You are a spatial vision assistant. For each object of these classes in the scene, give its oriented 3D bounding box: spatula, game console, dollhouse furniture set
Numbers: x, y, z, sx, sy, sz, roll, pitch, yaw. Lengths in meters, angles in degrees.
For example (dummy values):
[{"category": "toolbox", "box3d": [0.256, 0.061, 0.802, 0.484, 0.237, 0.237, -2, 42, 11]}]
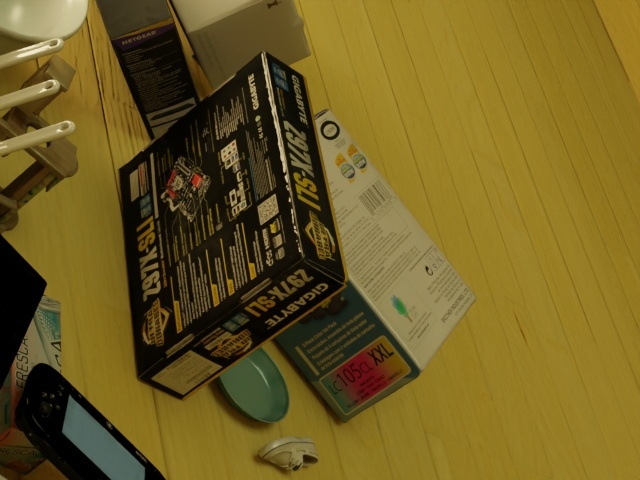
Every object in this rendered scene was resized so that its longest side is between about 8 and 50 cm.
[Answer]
[{"category": "spatula", "box3d": [-0.359, -0.115, 1.522, 0.019, 0.242, 0.168, 73, 1, -50]}, {"category": "game console", "box3d": [-0.255, 0.137, 1.430, 0.361, 0.044, 0.213, 49, 25, -23]}, {"category": "dollhouse furniture set", "box3d": [-0.305, -0.066, 1.572, 0.101, 0.182, 0.161, 41, 30, -22]}]

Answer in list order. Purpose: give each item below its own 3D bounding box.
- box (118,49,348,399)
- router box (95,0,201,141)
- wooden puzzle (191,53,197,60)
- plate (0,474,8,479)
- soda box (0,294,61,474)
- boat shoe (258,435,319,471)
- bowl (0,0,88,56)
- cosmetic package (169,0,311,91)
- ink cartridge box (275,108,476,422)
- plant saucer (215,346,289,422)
[{"category": "box", "box3d": [-0.108, -0.022, 1.744, 0.079, 0.257, 0.322, 29, 36, -38]}, {"category": "router box", "box3d": [-0.242, -0.314, 1.935, 0.243, 0.081, 0.308, 76, -7, -64]}, {"category": "wooden puzzle", "box3d": [-0.151, -0.278, 2.230, 0.078, 0.014, 0.116, 40, 31, -23]}, {"category": "plate", "box3d": [-0.237, 0.376, 1.317, 0.277, 0.045, 0.278, 46, 28, -15]}, {"category": "soda box", "box3d": [-0.291, 0.131, 1.501, 0.063, 0.058, 0.183, 30, 36, -36]}, {"category": "boat shoe", "box3d": [-0.034, 0.249, 1.785, 0.100, 0.035, 0.035, 13, 44, -60]}, {"category": "bowl", "box3d": [-0.414, -0.305, 1.734, 0.298, 0.134, 0.297, 36, 32, -27]}, {"category": "cosmetic package", "box3d": [-0.160, -0.407, 2.131, 0.197, 0.155, 0.365, 68, -3, -65]}, {"category": "ink cartridge box", "box3d": [0.000, 0.000, 1.994, 0.395, 0.151, 0.270, 53, 27, -3]}, {"category": "plant saucer", "box3d": [-0.086, 0.165, 1.813, 0.119, 0.021, 0.119, 37, 33, -28]}]
